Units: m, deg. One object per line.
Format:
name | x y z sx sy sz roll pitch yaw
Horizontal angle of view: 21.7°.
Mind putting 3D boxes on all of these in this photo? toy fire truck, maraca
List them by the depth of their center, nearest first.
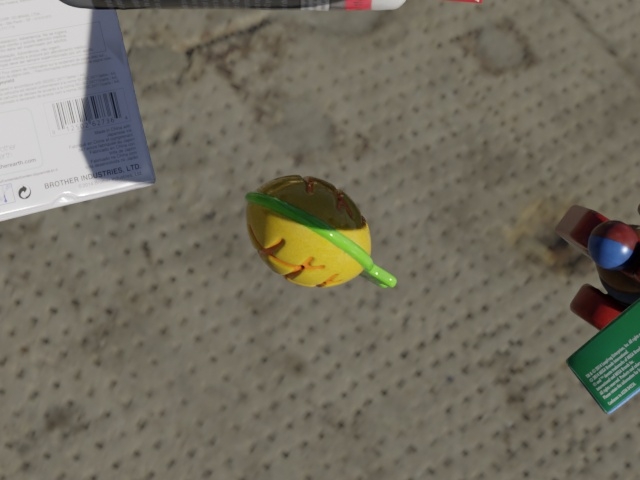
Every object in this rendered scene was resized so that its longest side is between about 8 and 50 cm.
maraca | 0.000 0.000 1.589 0.127 0.186 0.099 26 83 42
toy fire truck | 0.372 0.050 1.714 0.302 0.254 0.169 36 92 23

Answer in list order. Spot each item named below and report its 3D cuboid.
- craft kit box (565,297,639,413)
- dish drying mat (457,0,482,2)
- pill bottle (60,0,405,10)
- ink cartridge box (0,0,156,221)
craft kit box | 0.320 0.013 1.232 0.061 0.250 0.247 53 24 13
dish drying mat | 0.078 -0.187 1.234 0.083 0.032 0.008 4 72 8
pill bottle | -0.098 -0.243 1.121 0.318 0.176 0.176 0 54 -1
ink cartridge box | -0.274 -0.180 1.500 0.186 0.065 0.311 -15 95 -29
